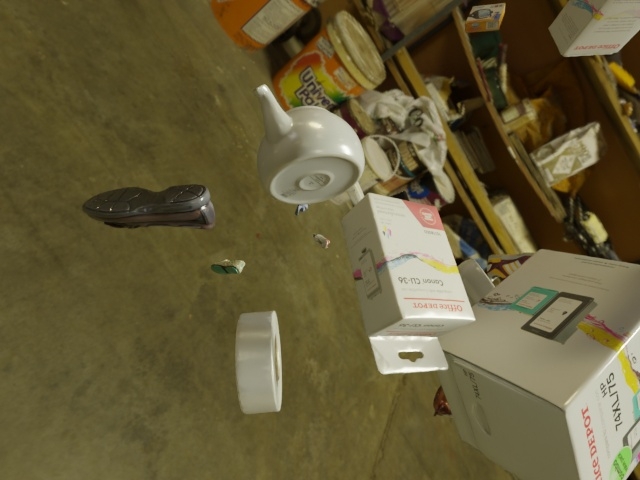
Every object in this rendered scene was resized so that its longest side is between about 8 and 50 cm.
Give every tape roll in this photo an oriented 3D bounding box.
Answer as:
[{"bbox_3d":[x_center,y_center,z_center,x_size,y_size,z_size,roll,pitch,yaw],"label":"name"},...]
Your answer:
[{"bbox_3d":[-0.173,0.349,1.217,0.286,0.100,0.285,176,-90,-87],"label":"tape roll"}]

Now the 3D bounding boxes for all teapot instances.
[{"bbox_3d":[-0.027,-0.208,0.946,0.253,0.256,0.186,-6,67,-17],"label":"teapot"}]

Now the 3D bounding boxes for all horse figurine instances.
[{"bbox_3d":[0.375,0.316,1.053,0.066,0.175,0.262,8,83,-65],"label":"horse figurine"}]

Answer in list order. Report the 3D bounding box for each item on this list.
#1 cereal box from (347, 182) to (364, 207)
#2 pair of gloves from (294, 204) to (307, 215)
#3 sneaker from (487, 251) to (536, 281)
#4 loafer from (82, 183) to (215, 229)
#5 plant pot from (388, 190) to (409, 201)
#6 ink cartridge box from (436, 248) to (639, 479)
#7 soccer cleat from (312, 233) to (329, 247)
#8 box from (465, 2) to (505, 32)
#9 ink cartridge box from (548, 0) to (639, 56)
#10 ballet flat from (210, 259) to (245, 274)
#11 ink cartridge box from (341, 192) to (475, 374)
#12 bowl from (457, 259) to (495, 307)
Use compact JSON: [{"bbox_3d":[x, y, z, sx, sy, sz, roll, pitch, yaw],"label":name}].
[{"bbox_3d":[0.121,-0.211,1.616,0.172,0.048,0.240,-101,165,-45],"label":"cereal box"},{"bbox_3d":[-0.022,-0.166,1.413,0.023,0.198,0.159,37,-6,6],"label":"pair of gloves"},{"bbox_3d":[0.552,0.080,1.167,0.070,0.186,0.083,16,77,-31],"label":"sneaker"},{"bbox_3d":[-0.375,-0.057,0.923,0.109,0.303,0.095,-74,157,-50],"label":"loafer"},{"bbox_3d":[0.213,-0.009,1.281,0.187,0.188,0.166,60,6,-65],"label":"plant pot"},{"bbox_3d":[0.330,0.173,0.580,0.270,0.197,0.198,-32,113,-22],"label":"ink cartridge box"},{"bbox_3d":[0.000,0.000,1.181,0.036,0.029,0.083,24,9,-21],"label":"soccer cleat"},{"bbox_3d":[0.425,-0.577,1.084,0.136,0.081,0.028,-62,148,-36],"label":"box"},{"bbox_3d":[0.891,-0.721,1.266,0.227,0.306,0.131,-7,70,-12],"label":"ink cartridge box"},{"bbox_3d":[-0.337,0.095,1.551,0.052,0.168,0.057,-55,129,-33],"label":"ballet flat"},{"bbox_3d":[0.105,0.049,0.497,0.116,0.067,0.198,7,58,-30],"label":"ink cartridge box"},{"bbox_3d":[0.358,0.118,0.976,0.141,0.053,0.142,57,-3,10],"label":"bowl"}]
